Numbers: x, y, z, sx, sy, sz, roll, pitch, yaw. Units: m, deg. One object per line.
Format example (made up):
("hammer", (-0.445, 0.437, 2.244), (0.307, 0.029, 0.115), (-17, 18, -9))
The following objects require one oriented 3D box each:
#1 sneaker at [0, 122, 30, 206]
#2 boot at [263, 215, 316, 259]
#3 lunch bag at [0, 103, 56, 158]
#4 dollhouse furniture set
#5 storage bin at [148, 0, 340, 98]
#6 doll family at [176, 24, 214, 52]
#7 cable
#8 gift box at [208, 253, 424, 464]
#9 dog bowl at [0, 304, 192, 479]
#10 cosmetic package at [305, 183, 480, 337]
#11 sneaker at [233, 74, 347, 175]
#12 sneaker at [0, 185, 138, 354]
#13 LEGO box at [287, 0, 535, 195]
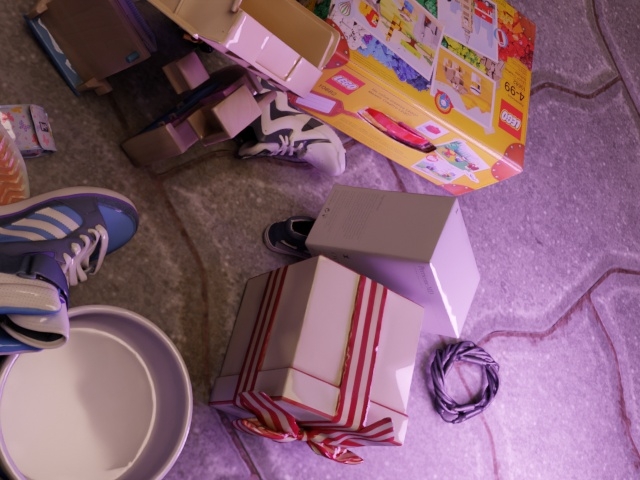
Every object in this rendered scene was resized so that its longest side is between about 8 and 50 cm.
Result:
("sneaker", (-0.481, -0.141, 0.978), (0.108, 0.121, 0.302), (-29, 116, -28))
("boot", (0.000, 0.000, 1.295), (0.189, 0.086, 0.069), (7, 74, -35))
("lunch bag", (-0.423, -0.156, 1.051), (0.083, 0.053, 0.071), (-11, 86, -47))
("dollhouse furniture set", (-0.231, -0.301, 1.083), (0.198, 0.286, 0.303), (-48, 117, -36))
("storage bin", (-0.132, -0.332, 0.998), (0.260, 0.123, 0.262), (40, 10, 21))
("doll family", (-0.184, -0.374, 1.273), (0.193, 0.076, 0.111), (-26, 89, -41))
("cable", (0.287, 0.274, 1.463), (0.184, 0.047, 0.151), (-14, 81, -35))
("gift box", (-0.004, 0.189, 1.131), (0.255, 0.276, 0.258), (25, 65, -23))
("dog bowl", (-0.314, 0.223, 0.995), (0.264, 0.104, 0.265), (10, 72, -34))
("cosmetic package", (0.128, 0.036, 1.242), (0.138, 0.224, 0.224), (-65, 146, -30))
("sneaker", (-0.071, -0.165, 1.285), (0.235, 0.094, 0.153), (46, 57, -17))
("sneaker", (-0.336, 0.051, 0.932), (0.322, 0.130, 0.236), (-10, 44, -43))
("LEGO box", (0.178, -0.370, 1.458), (0.500, 0.193, 0.373), (24, 64, -29))
